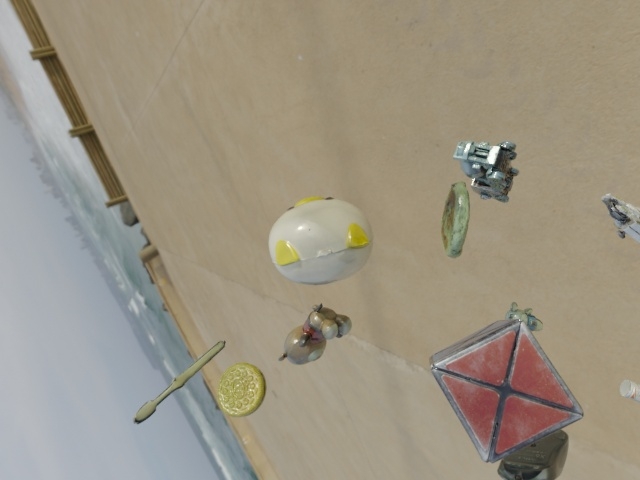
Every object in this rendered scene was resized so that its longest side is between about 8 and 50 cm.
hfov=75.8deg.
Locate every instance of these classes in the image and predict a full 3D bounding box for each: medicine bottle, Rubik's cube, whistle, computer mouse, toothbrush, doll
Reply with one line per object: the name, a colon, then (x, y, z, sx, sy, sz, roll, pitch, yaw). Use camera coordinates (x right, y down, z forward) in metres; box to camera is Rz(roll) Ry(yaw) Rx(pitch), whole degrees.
medicine bottle: (1.018, 0.488, 1.313, 0.089, 0.057, 0.057, 21, 142, 10)
Rubik's cube: (0.453, 0.367, 1.054, 0.254, 0.259, 0.260, 63, -171, 16)
whistle: (0.736, 0.293, 1.487, 0.077, 0.236, 0.113, -6, 71, 51)
computer mouse: (0.614, 0.658, 1.198, 0.167, 0.379, 0.090, -19, 86, 47)
toothbrush: (-0.284, 0.286, 0.868, 0.028, 0.294, 0.026, -39, 90, 28)
doll: (-0.032, 0.387, 1.684, 0.174, 0.235, 0.330, 52, 121, 21)

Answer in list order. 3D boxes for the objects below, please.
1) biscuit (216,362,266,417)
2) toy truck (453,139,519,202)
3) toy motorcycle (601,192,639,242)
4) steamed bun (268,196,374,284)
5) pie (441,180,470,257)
biscuit: (-0.127, 0.240, 0.662, 0.084, 0.084, 0.023, 44, 174, 31)
toy truck: (0.471, -0.202, 1.168, 0.140, 0.108, 0.257, 18, 174, 31)
toy motorcycle: (0.938, -0.057, 1.227, 0.229, 0.151, 0.074, 36, 133, -1)
steamed bun: (0.002, 0.007, 1.467, 0.334, 0.374, 0.333, 163, 90, -89)
pie: (0.414, -0.064, 1.264, 0.240, 0.054, 0.240, 4, -90, -84)
